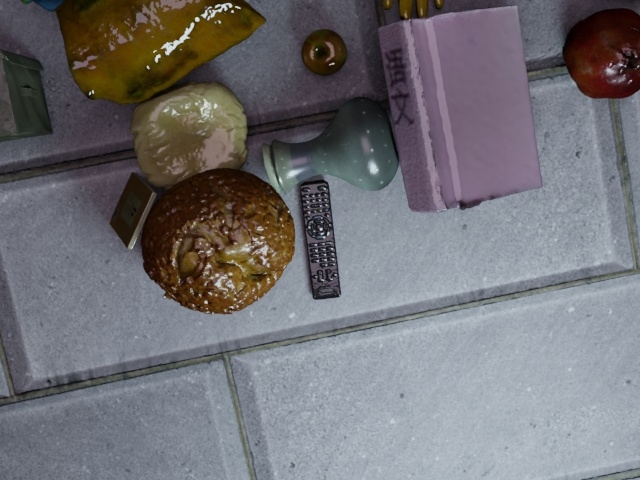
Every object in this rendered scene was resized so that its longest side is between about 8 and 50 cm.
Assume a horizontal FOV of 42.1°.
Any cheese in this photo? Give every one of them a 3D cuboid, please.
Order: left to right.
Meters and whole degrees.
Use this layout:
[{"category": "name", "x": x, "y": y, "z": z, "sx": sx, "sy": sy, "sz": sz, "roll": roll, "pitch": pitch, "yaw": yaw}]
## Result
[{"category": "cheese", "x": -0.249, "y": -0.198, "z": 1.618, "sx": 0.225, "sy": 0.117, "sz": 0.214, "roll": -14, "pitch": 104, "yaw": -6}]

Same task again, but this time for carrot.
[{"category": "carrot", "x": -0.303, "y": -0.405, "z": 1.520, "sx": 0.340, "sy": 0.241, "sz": 0.241, "roll": -33, "pitch": 98, "yaw": 3}]

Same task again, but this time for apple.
[{"category": "apple", "x": 0.007, "y": -0.367, "z": 1.626, "sx": 0.089, "sy": 0.074, "sz": 0.090, "roll": 0, "pitch": 98, "yaw": -1}]

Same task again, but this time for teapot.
[{"category": "teapot", "x": 0.020, "y": -0.168, "z": 1.614, "sx": 0.250, "sy": 0.183, "sz": 0.184, "roll": -14, "pitch": 98, "yaw": 9}]

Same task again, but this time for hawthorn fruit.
[{"category": "hawthorn fruit", "x": 0.566, "y": -0.351, "z": 1.582, "sx": 0.181, "sy": 0.235, "sz": 0.181, "roll": -2, "pitch": 108, "yaw": -5}]

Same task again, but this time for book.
[{"category": "book", "x": -0.364, "y": -0.060, "z": 1.604, "sx": 0.012, "sy": 0.172, "sz": 0.118, "roll": 21, "pitch": 97, "yaw": -30}]

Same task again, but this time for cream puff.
[{"category": "cream puff", "x": -0.187, "y": 0.012, "z": 1.570, "sx": 0.303, "sy": 0.212, "sz": 0.303, "roll": -7, "pitch": 122, "yaw": -12}]

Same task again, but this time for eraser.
[{"category": "eraser", "x": 0.271, "y": -0.251, "z": 1.595, "sx": 0.272, "sy": 0.122, "sz": 0.359, "roll": -16, "pitch": 100, "yaw": -27}]

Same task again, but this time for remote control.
[{"category": "remote control", "x": 0.000, "y": 0.000, "z": 1.701, "sx": 0.063, "sy": 0.025, "sz": 0.245, "roll": -6, "pitch": 99, "yaw": -1}]

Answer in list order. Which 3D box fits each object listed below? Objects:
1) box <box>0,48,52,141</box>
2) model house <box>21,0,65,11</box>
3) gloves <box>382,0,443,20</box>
[{"category": "box", "x": -0.602, "y": -0.258, "z": 1.528, "sx": 0.155, "sy": 0.231, "sz": 0.149, "roll": -9, "pitch": 98, "yaw": -3}, {"category": "model house", "x": -0.497, "y": -0.563, "z": 1.468, "sx": 0.215, "sy": 0.303, "sz": 0.237, "roll": -27, "pitch": 99, "yaw": 7}, {"category": "gloves", "x": 0.197, "y": -0.566, "z": 1.597, "sx": 0.133, "sy": 0.116, "sz": 0.295, "roll": 5, "pitch": 101, "yaw": -13}]
